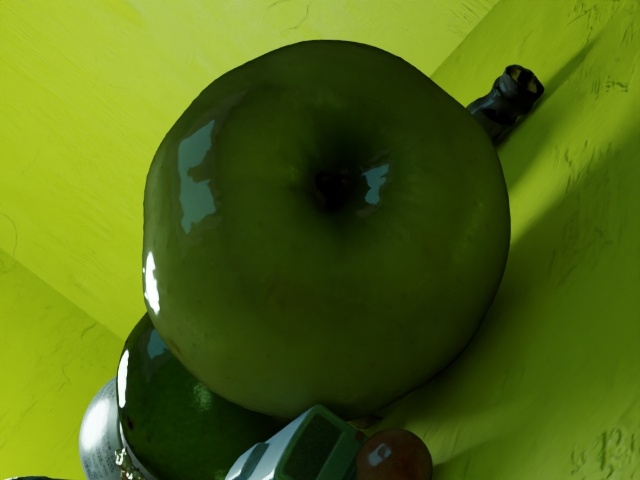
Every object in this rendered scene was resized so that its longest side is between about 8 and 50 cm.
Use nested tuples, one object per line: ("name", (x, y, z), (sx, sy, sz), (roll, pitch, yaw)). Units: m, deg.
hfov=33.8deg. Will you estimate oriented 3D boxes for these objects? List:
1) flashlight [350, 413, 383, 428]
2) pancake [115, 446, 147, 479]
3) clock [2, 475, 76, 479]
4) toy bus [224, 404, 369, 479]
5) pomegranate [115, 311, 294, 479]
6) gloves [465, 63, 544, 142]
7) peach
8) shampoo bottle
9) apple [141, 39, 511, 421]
("flashlight", (0.053, 0.228, 1.381), (0.110, 0.052, 0.031), (-151, 64, -88))
("pancake", (-0.212, 0.390, 1.467), (0.057, 0.244, 0.266), (-26, -9, -22))
("clock", (-0.383, 0.474, 1.706), (0.325, 0.325, 0.067), (-42, 30, 50))
("toy bus", (-0.025, 0.280, 1.185), (0.116, 0.133, 0.234), (-57, 6, -32))
("pomegranate", (-0.138, 0.232, 1.510), (0.359, 0.309, 0.216), (-5, 16, 25))
("gloves", (0.260, -0.196, 1.835), (0.285, 0.119, 0.142), (-29, 9, 35))
("peach", (0.074, 0.229, 1.064), (0.083, 0.083, 0.083), (-50, 8, 9))
("shampoo bottle", (-0.258, 0.335, 1.793), (0.266, 0.273, 0.273), (-29, 22, 47))
("apple", (0.000, 0.000, 1.276), (0.473, 0.474, 0.473), (-50, 8, 9))
